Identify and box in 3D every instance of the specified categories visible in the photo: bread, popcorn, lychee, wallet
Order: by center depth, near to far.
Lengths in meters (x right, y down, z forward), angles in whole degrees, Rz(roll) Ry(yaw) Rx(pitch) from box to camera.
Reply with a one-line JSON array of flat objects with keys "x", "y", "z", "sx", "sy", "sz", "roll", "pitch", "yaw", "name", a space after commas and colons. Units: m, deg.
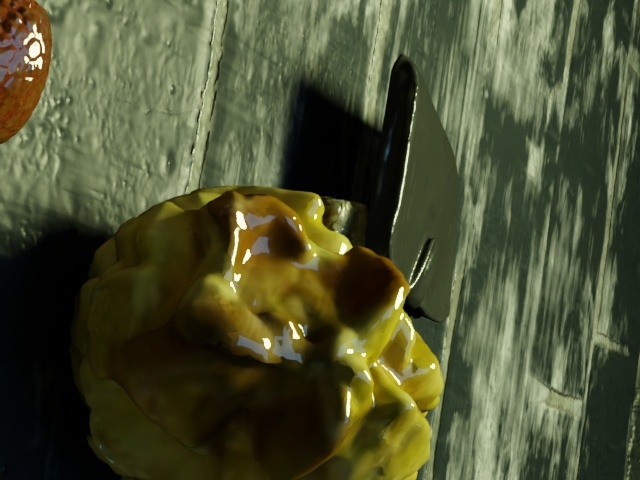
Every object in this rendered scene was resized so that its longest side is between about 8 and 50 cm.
[{"x": -0.218, "y": -0.094, "z": 0.891, "sx": 0.114, "sy": 0.140, "sz": 0.101, "roll": -121, "pitch": -165, "yaw": -62, "name": "lychee"}, {"x": -0.044, "y": 0.104, "z": 1.122, "sx": 0.225, "sy": 0.265, "sz": 0.332, "roll": -62, "pitch": 165, "yaw": -49, "name": "popcorn"}, {"x": 0.002, "y": 0.000, "z": 1.415, "sx": 0.077, "sy": 0.070, "sz": 0.083, "roll": 10, "pitch": 88, "yaw": -64, "name": "bread"}, {"x": 0.094, "y": -0.035, "z": 1.550, "sx": 0.377, "sy": 0.051, "sz": 0.197, "roll": 51, "pitch": 46, "yaw": -73, "name": "wallet"}]
